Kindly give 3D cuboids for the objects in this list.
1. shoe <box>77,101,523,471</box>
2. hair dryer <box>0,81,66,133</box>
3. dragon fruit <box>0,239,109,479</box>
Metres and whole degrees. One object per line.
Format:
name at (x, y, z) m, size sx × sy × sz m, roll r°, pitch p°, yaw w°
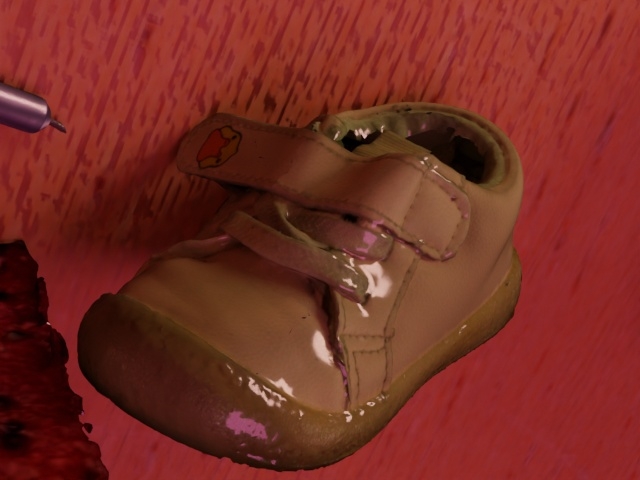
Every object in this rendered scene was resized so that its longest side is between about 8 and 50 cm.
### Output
shoe at (-0.002, 0.007, 0.587) m, size 0.262 × 0.140 × 0.128 m, roll -17°, pitch 112°, yaw -48°
hair dryer at (-0.155, -0.058, 0.535) m, size 0.114 × 0.037 × 0.063 m, roll 17°, pitch 112°, yaw -44°
dragon fruit at (-0.157, 0.111, 0.496) m, size 0.302 × 0.330 × 0.240 m, roll 27°, pitch 82°, yaw -36°
